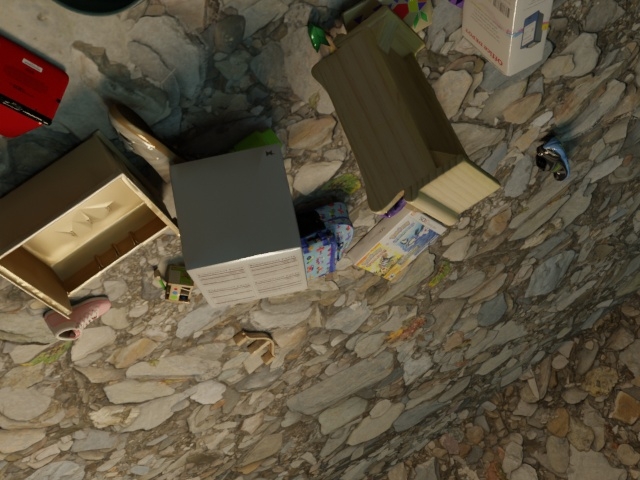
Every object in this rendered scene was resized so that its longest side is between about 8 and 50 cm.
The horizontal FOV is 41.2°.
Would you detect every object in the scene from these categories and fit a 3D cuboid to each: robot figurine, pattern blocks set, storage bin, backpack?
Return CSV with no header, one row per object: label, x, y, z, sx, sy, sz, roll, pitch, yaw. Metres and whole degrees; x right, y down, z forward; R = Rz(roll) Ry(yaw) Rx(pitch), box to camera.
robot figurine,-0.128,-0.160,1.590,0.115,0.067,0.101,-35,179,1
pattern blocks set,0.124,-0.406,1.531,0.325,0.026,0.285,-26,147,-12
storage bin,-0.407,-0.017,1.479,0.262,0.123,0.260,-35,147,0
backpack,0.000,0.000,1.870,0.173,0.117,0.158,-20,144,-23

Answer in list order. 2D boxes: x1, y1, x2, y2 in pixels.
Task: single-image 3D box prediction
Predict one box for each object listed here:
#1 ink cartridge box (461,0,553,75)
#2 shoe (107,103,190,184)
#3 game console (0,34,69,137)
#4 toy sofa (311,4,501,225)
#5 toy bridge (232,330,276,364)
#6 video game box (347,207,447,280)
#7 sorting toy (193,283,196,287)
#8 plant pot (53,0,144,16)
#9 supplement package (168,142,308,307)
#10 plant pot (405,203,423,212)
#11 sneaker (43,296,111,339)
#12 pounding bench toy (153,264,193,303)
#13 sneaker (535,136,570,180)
ink cartridge box,0.341,-0.435,1.566,0.093,0.154,0.212,-26,146,-15
shoe,-0.294,-0.157,1.439,0.058,0.076,0.219,-42,149,3
game console,-0.467,-0.224,1.257,0.144,0.085,0.124,28,82,-55
toy sofa,0.138,-0.200,1.449,0.177,0.362,0.150,-35,149,23
toy bridge,-0.155,0.264,2.159,0.063,0.026,0.188,-38,147,2
video game box,0.192,0.001,2.106,0.205,0.048,0.187,-45,144,16
sorting toy,-0.173,0.023,1.802,0.193,0.038,0.208,-7,145,-19
plant pot,-0.223,-0.430,0.995,0.196,0.293,0.293,-39,160,-48
supplement package,-0.141,-0.019,1.544,0.198,0.199,0.263,-12,162,-2
plant pot,0.228,-0.121,1.931,0.109,0.096,0.109,-1,135,-42
sneaker,-0.476,0.161,1.700,0.134,0.070,0.051,-15,141,-30
pounding bench toy,-0.309,0.092,1.771,0.083,0.052,0.065,8,135,-14
sneaker,0.594,-0.207,2.189,0.078,0.067,0.188,-20,153,17
